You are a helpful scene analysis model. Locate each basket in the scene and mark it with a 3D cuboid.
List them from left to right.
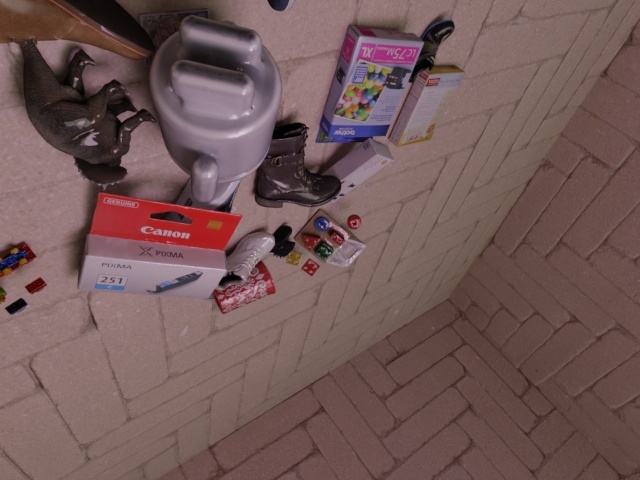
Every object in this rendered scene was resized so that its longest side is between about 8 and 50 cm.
[{"bbox_3d":[0.062,0.013,1.593,0.113,0.103,0.167,-49,152,14],"label":"basket"}]

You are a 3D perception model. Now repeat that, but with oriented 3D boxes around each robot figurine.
[{"bbox_3d":[-0.177,-0.221,0.787,0.199,0.300,0.353,13,165,-9],"label":"robot figurine"}]

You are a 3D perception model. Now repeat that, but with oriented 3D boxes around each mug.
[{"bbox_3d":[-0.235,0.156,1.387,0.169,0.113,0.150,-25,147,-22],"label":"mug"}]

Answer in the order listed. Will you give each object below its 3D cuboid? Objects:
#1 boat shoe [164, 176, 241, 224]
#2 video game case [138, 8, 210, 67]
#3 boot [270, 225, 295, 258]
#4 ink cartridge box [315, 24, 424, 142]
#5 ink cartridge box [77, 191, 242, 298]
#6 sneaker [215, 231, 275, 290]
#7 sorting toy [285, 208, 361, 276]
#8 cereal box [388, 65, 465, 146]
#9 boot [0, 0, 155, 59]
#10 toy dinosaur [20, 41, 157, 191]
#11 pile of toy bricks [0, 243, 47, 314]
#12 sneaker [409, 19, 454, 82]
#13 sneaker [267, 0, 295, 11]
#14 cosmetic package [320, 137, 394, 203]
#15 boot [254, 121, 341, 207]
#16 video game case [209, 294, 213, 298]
[{"bbox_3d":[-0.253,-0.083,1.054,0.301,0.108,0.102,-49,151,20],"label":"boat shoe"},{"bbox_3d":[-0.246,-0.347,0.781,0.122,0.011,0.087,-23,147,-31],"label":"video game case"},{"bbox_3d":[-0.112,0.006,1.425,0.121,0.045,0.099,-42,151,17],"label":"boot"},{"bbox_3d":[0.113,-0.358,1.132,0.185,0.065,0.311,-8,141,-27],"label":"ink cartridge box"},{"bbox_3d":[-0.347,0.028,0.993,0.296,0.066,0.261,8,139,-31],"label":"ink cartridge box"},{"bbox_3d":[-0.215,0.068,1.291,0.232,0.115,0.090,-38,128,-9],"label":"sneaker"},{"bbox_3d":[0.000,0.000,1.466,0.274,0.132,0.046,-48,-169,14],"label":"sorting toy"},{"bbox_3d":[0.317,-0.403,1.373,0.173,0.047,0.240,-18,144,-37],"label":"cereal box"},{"bbox_3d":[-0.374,-0.303,0.597,0.305,0.112,0.115,13,129,-47],"label":"boot"},{"bbox_3d":[-0.376,-0.191,0.729,0.160,0.121,0.313,-51,158,-10],"label":"toy dinosaur"},{"bbox_3d":[-0.632,0.106,0.871,0.212,0.118,0.105,-38,-174,-26],"label":"pile of toy bricks"},{"bbox_3d":[0.277,-0.481,1.175,0.188,0.078,0.067,-46,152,8],"label":"sneaker"},{"bbox_3d":[-0.118,-0.450,0.696,0.163,0.086,0.226,-39,145,-27],"label":"sneaker"},{"bbox_3d":[0.083,-0.189,1.293,0.239,0.060,0.099,-34,161,32],"label":"cosmetic package"},{"bbox_3d":[-0.053,-0.189,1.138,0.262,0.091,0.229,-11,141,-19],"label":"boot"},{"bbox_3d":[-0.276,0.119,1.415,0.166,0.015,0.119,-52,151,19],"label":"video game case"}]
